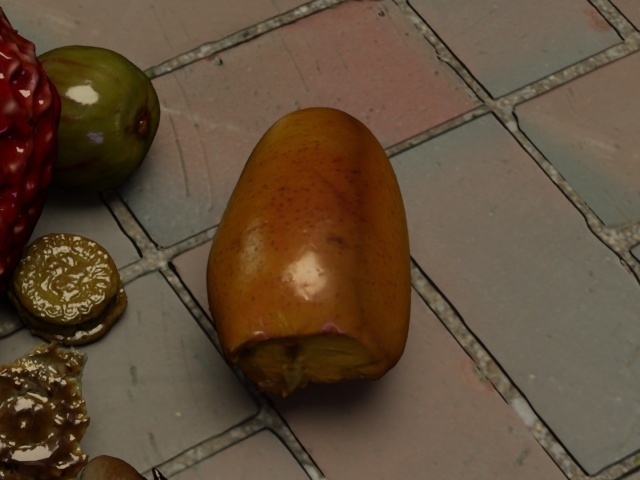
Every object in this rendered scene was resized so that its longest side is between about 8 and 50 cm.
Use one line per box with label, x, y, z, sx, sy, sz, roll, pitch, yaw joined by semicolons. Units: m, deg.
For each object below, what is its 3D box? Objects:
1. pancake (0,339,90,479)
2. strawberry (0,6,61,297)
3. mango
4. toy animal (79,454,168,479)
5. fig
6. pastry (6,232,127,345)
pancake;-0.288;0.175;1.552;0.266;0.057;0.244;33;80;-3
strawberry;-0.388;-0.032;1.609;0.317;0.295;0.345;5;74;-8
mango;0.000;0.000;1.707;0.201;0.199;0.350;33;36;-20
toy animal;-0.143;0.260;1.528;0.179;0.089;0.188;10;53;-58
fig;-0.249;-0.112;1.780;0.186;0.148;0.142;-13;49;18
pastry;-0.228;0.043;1.707;0.109;0.057;0.097;7;54;-2
